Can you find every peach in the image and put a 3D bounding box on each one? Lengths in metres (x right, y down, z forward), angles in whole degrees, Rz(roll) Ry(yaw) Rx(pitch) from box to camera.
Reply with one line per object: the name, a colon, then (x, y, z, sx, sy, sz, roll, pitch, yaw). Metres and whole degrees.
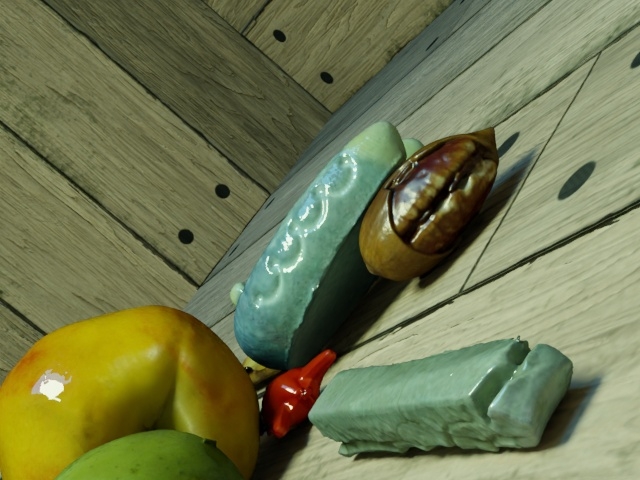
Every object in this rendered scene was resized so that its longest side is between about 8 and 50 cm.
peach: (-0.214, 0.218, 1.186, 0.289, 0.289, 0.308, -52, 13, -16)

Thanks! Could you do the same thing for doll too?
doll: (-0.039, 0.177, 1.189, 0.109, 0.057, 0.169, -55, 11, -22)

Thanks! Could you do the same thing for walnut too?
walnut: (0.123, -0.043, 1.165, 0.207, 0.116, 0.116, -48, 8, -4)

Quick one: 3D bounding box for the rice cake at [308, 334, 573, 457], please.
rice cake: (0.077, 0.123, 0.816, 0.066, 0.063, 0.336, -52, 9, -21)

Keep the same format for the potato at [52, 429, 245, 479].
potato: (-0.163, 0.294, 0.838, 0.216, 0.216, 0.304, -37, 27, 56)

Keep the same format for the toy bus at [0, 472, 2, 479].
toy bus: (-0.364, 0.369, 1.314, 0.209, 0.249, 0.440, -42, 7, 40)

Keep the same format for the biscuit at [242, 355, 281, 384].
biscuit: (-0.042, 0.127, 1.501, 0.203, 0.041, 0.260, -50, 9, -23)

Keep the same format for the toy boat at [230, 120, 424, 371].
toy boat: (0.000, 0.000, 1.286, 0.330, 0.123, 0.215, -60, -18, 9)
